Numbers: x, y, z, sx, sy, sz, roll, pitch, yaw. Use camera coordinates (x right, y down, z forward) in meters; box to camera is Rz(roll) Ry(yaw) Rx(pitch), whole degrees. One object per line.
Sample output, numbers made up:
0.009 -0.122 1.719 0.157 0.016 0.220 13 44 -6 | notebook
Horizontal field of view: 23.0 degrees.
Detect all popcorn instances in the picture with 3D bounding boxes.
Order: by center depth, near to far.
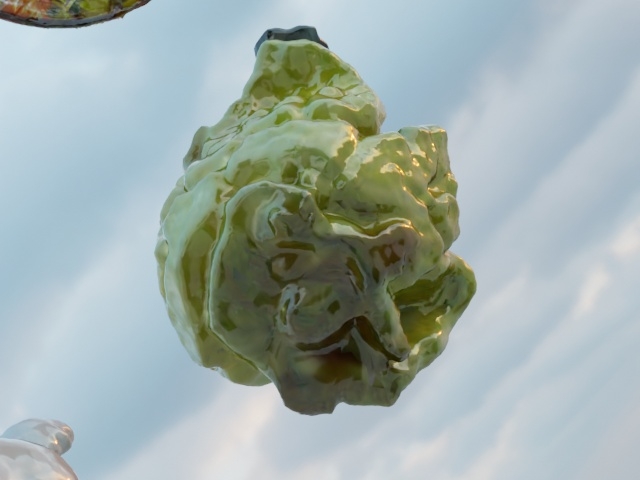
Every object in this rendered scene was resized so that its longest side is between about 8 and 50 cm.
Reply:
0.000 0.003 1.313 0.293 0.293 0.237 -49 15 8 | popcorn

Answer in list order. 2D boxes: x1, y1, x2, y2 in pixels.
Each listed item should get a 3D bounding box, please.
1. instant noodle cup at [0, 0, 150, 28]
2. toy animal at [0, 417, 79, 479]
-0.151 -0.273 1.039 0.251 0.251 0.190 -52 0 17 | instant noodle cup
-0.202 0.199 0.869 0.325 0.154 0.209 15 -85 -63 | toy animal
